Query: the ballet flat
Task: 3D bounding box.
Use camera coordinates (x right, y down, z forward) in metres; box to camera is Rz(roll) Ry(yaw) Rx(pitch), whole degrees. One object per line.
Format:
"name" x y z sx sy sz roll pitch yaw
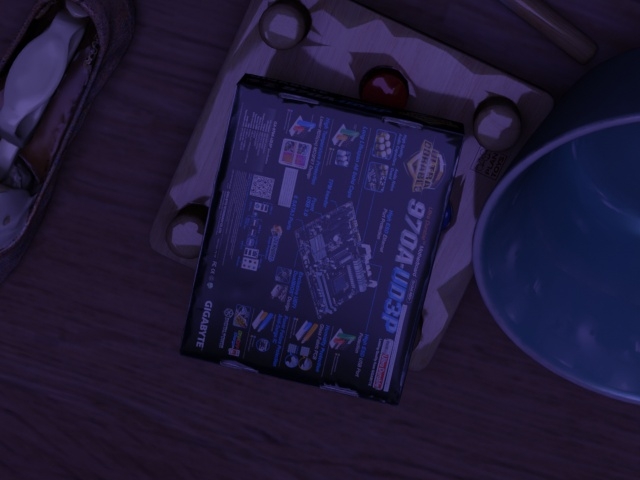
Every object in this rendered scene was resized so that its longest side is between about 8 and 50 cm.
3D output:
"ballet flat" -0.256 -0.081 1.535 0.107 0.106 0.316 27 103 -1

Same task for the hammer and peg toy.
"hammer and peg toy" 0.050 -0.100 1.493 0.266 0.127 0.361 26 103 -1

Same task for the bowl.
"bowl" 0.281 -0.030 1.435 0.311 0.163 0.312 8 136 8

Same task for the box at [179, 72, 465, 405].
"box" 0.000 0.000 1.427 0.175 0.051 0.220 13 103 1
